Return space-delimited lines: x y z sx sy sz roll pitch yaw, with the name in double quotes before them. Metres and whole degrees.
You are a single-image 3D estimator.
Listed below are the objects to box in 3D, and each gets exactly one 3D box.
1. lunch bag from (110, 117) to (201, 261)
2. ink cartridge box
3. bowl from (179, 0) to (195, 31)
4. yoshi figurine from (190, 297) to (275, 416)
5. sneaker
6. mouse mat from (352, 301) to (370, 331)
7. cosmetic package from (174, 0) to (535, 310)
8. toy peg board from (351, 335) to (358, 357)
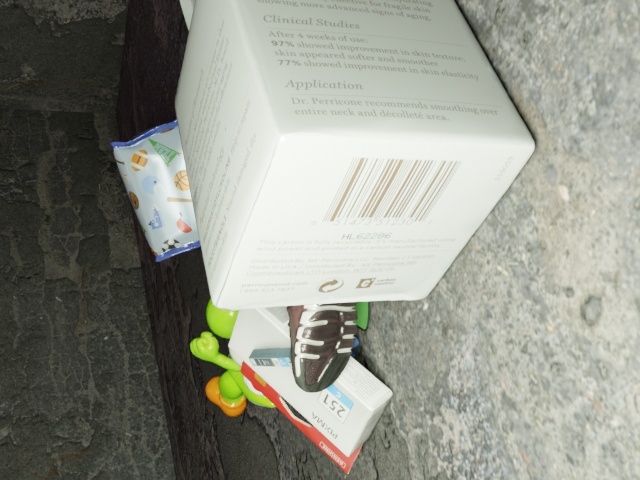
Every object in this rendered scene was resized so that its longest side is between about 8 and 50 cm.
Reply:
"lunch bag" -0.390 -0.143 2.000 0.385 0.239 0.328 -114 6 -79
"ink cartridge box" -0.039 0.260 1.317 0.296 0.066 0.261 39 134 22
"bowl" -0.249 -0.529 1.807 0.298 0.134 0.298 161 90 -81
"yoshi figurine" -0.164 0.214 1.576 0.362 0.203 0.203 105 178 -53
"sneaker" -0.023 0.092 1.212 0.162 0.106 0.281 9 89 52
"mouse mat" 0.056 0.052 1.330 0.152 0.007 0.190 -153 63 -65
"cosmetic package" 0.010 -0.161 1.016 0.327 0.329 0.394 116 146 -47
"toy peg board" 0.015 0.177 1.361 0.160 0.079 0.161 52 145 30
